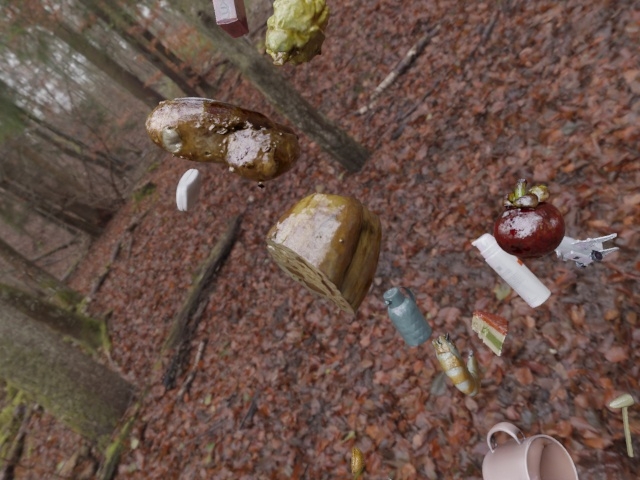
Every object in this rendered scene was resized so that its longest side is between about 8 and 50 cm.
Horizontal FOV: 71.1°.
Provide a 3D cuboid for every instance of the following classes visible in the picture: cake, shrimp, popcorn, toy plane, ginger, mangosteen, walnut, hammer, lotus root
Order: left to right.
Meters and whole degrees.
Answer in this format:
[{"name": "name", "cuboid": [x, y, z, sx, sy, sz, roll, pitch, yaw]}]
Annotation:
[{"name": "ginger", "cuboid": [-0.245, -0.262, 1.181, 0.254, 0.418, 0.176, -108, 32, -54]}, {"name": "popcorn", "cuboid": [-0.069, -0.649, 1.387, 0.266, 0.192, 0.233, -62, 12, -23]}, {"name": "lotus root", "cuboid": [0.000, 0.000, 1.146, 0.250, 0.316, 0.316, -61, 23, -12]}, {"name": "walnut", "cuboid": [0.154, 0.907, 1.844, 0.121, 0.052, 0.091, -33, -52, -86]}, {"name": "shrimp", "cuboid": [0.487, 0.430, 1.511, 0.068, 0.287, 0.185, -31, 51, 33]}, {"name": "cake", "cuboid": [0.594, 0.307, 1.476, 0.220, 0.116, 0.086, -125, 44, -77]}, {"name": "mangosteen", "cuboid": [0.667, -0.070, 1.437, 0.215, 0.215, 0.258, -175, 81, -65]}, {"name": "toy plane", "cuboid": [0.966, 0.038, 1.676, 0.251, 0.255, 0.101, 120, 156, -63]}, {"name": "hammer", "cuboid": [0.778, 0.485, 1.147, 0.060, 0.195, 0.028, -21, 16, -8]}]

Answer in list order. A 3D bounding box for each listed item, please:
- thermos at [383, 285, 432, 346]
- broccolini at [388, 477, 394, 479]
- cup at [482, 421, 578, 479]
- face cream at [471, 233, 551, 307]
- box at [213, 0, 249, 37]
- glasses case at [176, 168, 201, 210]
[{"name": "thermos", "cuboid": [0.406, 0.339, 2.102, 0.145, 0.287, 0.182, -15, 23, 48]}, {"name": "broccolini", "cuboid": [0.257, 0.842, 1.451, 0.054, 0.052, 0.194, -57, 8, -6]}, {"name": "cup", "cuboid": [0.588, 0.665, 1.327, 0.191, 0.253, 0.200, -27, -14, -36]}, {"name": "face cream", "cuboid": [0.762, 0.111, 1.800, 0.102, 0.345, 0.102, -41, -7, -6]}, {"name": "box", "cuboid": [-0.234, -0.615, 1.144, 0.060, 0.156, 0.111, -7, 8, 9]}, {"name": "glasses case", "cuboid": [-0.433, -0.169, 1.479, 0.233, 0.059, 0.092, -99, 15, -66]}]
